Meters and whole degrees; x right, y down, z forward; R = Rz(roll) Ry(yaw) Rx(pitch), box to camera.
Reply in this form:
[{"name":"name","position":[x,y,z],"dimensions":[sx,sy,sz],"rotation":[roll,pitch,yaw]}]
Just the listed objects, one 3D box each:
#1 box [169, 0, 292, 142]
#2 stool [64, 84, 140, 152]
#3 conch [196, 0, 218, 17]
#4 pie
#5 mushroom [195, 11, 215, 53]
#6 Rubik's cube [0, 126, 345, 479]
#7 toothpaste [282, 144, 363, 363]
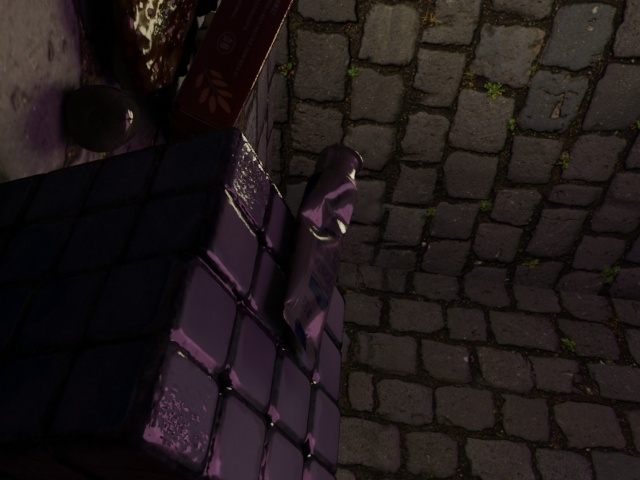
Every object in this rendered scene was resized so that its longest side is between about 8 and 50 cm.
[{"name":"box","position":[-0.179,-0.376,1.293],"dimensions":[0.385,0.122,0.344],"rotation":[-67,-169,-9]},{"name":"stool","position":[-0.315,-0.181,0.915],"dimensions":[0.110,0.096,0.096],"rotation":[-98,-165,-76]},{"name":"conch","position":[-0.254,-0.563,1.347],"dimensions":[0.234,0.114,0.137],"rotation":[-48,168,-2]},{"name":"pie","position":[-0.277,-0.404,1.045],"dimensions":[0.354,0.103,0.288],"rotation":[-74,172,-60]},{"name":"mushroom","position":[-0.263,-0.451,1.569],"dimensions":[0.096,0.108,0.247],"rotation":[-39,159,-18]},{"name":"Rubik's cube","position":[-0.186,0.133,0.680],"dimensions":[0.343,0.345,0.337],"rotation":[59,30,-45]},{"name":"toothpaste","position":[0.000,0.000,0.702],"dimensions":[0.096,0.061,0.266],"rotation":[62,31,-44]}]
